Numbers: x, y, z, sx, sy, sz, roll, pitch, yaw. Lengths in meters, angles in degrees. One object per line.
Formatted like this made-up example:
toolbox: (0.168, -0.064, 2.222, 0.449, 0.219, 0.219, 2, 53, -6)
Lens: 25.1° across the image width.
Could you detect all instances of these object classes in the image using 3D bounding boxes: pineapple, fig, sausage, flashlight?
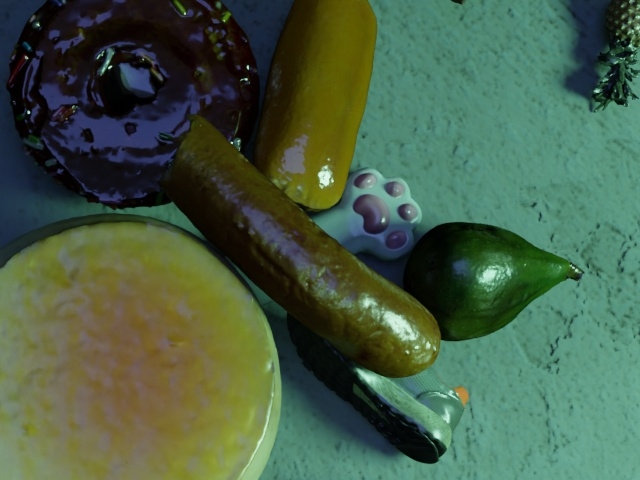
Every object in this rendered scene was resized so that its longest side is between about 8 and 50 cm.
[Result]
pineapple: (0.299, -0.189, 1.427, 0.058, 0.058, 0.124, 21, 76, -3)
fig: (0.160, 0.032, 1.336, 0.177, 0.117, 0.117, -11, 79, -28)
sausage: (-0.019, 0.014, 1.232, 0.302, 0.103, 0.076, 42, 108, -3)
sausage: (-0.005, -0.138, 1.342, 0.098, 0.098, 0.238, 15, 67, -5)
flashlight: (0.000, 0.000, 1.342, 0.200, 0.047, 0.093, -24, 80, -14)

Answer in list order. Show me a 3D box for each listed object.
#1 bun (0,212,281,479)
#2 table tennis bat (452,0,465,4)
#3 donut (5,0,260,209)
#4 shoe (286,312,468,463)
bun: (-0.182, 0.132, 1.224, 0.298, 0.165, 0.299, 4, 75, -16)
table tennis bat: (0.192, -0.248, 1.449, 0.107, 0.119, 0.170, 27, 56, 36)
donut: (-0.173, -0.135, 1.325, 0.235, 0.089, 0.235, 2, 78, -9)
shoe: (0.054, 0.115, 1.318, 0.194, 0.074, 0.077, 43, 62, 0)
